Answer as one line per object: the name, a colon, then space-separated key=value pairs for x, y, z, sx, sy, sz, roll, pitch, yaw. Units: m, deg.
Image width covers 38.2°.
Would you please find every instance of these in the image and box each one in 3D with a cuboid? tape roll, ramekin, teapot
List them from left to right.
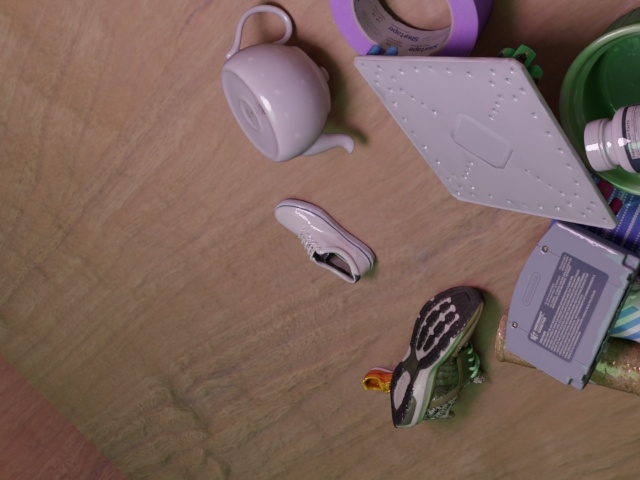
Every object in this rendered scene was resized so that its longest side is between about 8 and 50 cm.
teapot: x=-0.068 y=-0.296 z=1.824 sx=0.252 sy=0.187 sz=0.256 roll=45 pitch=161 yaw=33
tape roll: x=0.156 y=-0.418 z=1.606 sx=0.274 sy=0.090 sz=0.275 roll=20 pitch=143 yaw=16
ramekin: x=0.552 y=-0.234 z=1.487 sx=0.303 sy=0.148 sz=0.303 roll=17 pitch=131 yaw=21

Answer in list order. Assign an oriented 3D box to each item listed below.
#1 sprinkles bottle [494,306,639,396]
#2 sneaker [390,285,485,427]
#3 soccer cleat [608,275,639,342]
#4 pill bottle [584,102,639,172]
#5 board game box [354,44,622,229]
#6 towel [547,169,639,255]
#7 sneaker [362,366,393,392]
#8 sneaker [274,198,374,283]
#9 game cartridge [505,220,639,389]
sprinkles bottle: x=0.540 y=0.230 z=1.877 sx=0.355 sy=0.121 sz=0.121 roll=13 pitch=129 yaw=25
sneaker: x=0.297 y=0.265 z=2.084 sx=0.182 sy=0.158 sz=0.410 roll=8 pitch=129 yaw=-20
soccer cleat: x=0.633 y=0.135 z=1.746 sx=0.331 sy=0.116 sz=0.143 roll=7 pitch=122 yaw=27
pill bottle: x=0.501 y=-0.158 z=1.395 sx=0.180 sy=0.108 sz=0.108 roll=-9 pitch=118 yaw=38
board game box: x=0.289 y=-0.186 z=1.594 sx=0.390 sy=0.050 sz=0.390 roll=16 pitch=153 yaw=52
towel: x=0.603 y=-0.044 z=1.681 sx=0.336 sy=0.040 sz=0.243 roll=24 pitch=132 yaw=16
sneaker: x=0.182 y=0.345 z=2.236 sx=0.175 sy=0.067 sz=0.064 roll=-10 pitch=116 yaw=36
sneaker: x=0.000 y=0.000 z=2.066 sx=0.258 sy=0.091 sz=0.094 roll=32 pitch=135 yaw=8
game cartridge: x=0.471 y=0.117 z=1.768 sx=0.198 sy=0.062 sz=0.297 roll=33 pitch=121 yaw=32
